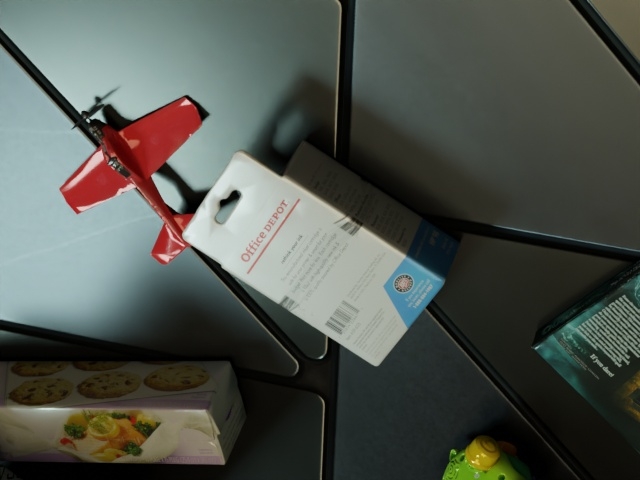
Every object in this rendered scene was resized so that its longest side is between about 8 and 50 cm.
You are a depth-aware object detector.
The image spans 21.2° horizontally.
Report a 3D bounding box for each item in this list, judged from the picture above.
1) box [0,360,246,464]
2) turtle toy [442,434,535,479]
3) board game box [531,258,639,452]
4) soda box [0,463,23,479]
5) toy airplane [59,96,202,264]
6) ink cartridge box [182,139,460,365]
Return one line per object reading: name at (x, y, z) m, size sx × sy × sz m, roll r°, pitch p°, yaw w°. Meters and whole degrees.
box at (-0.224, 0.144, 1.440) m, size 0.324 × 0.067 × 0.063 m, roll -1°, pitch 124°, yaw 20°
turtle toy at (0.147, 0.214, 1.350) m, size 0.130 × 0.066 × 0.095 m, roll 51°, pitch 128°, yaw 21°
board game box at (0.267, 0.105, 1.276) m, size 0.186 × 0.026 × 0.126 m, roll 44°, pitch 123°, yaw -10°
soda box at (-0.290, 0.228, 1.464) m, size 0.058 × 0.063 × 0.183 m, roll 2°, pitch 156°, yaw 18°
toy airplane at (-0.136, -0.042, 1.320) m, size 0.151 × 0.028 × 0.151 m, roll 8°, pitch 121°, yaw 13°
ink cartridge box at (0.000, 0.000, 1.280) m, size 0.180 × 0.060 × 0.104 m, roll 34°, pitch 126°, yaw -4°
